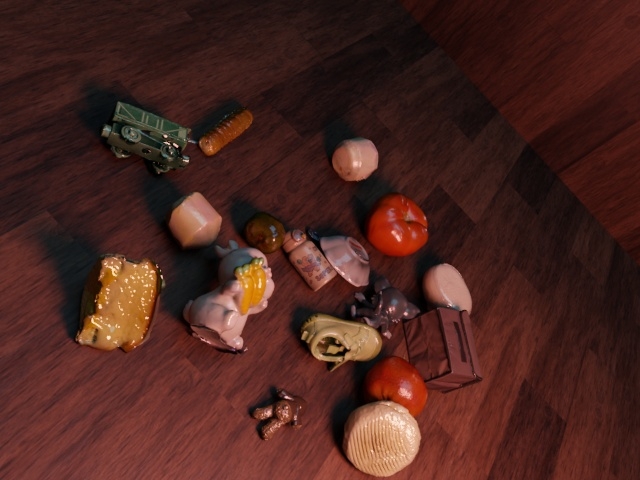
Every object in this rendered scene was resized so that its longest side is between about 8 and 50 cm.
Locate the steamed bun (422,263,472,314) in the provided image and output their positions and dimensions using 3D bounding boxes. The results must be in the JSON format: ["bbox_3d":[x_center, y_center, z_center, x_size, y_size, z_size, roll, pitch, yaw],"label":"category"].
[{"bbox_3d":[0.455,0.203,2.193,0.177,0.131,0.228,-7,66,-41],"label":"steamed bun"}]

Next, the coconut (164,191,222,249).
[{"bbox_3d":[-0.359,-0.046,1.708,0.152,0.147,0.147,53,43,2],"label":"coconut"}]

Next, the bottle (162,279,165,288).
[{"bbox_3d":[-0.457,0.121,1.592,0.083,0.030,0.030,-13,70,-42],"label":"bottle"}]

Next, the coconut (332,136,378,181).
[{"bbox_3d":[0.142,-0.309,2.283,0.183,0.171,0.170,-11,69,-40],"label":"coconut"}]

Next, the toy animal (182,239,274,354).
[{"bbox_3d":[-0.235,0.137,1.625,0.183,0.247,0.309,40,57,-34],"label":"toy animal"}]

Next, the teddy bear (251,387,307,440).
[{"bbox_3d":[-0.099,0.459,1.608,0.161,0.078,0.119,-16,68,-43],"label":"teddy bear"}]

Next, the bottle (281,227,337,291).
[{"bbox_3d":[-0.044,0.053,1.913,0.097,0.110,0.209,-37,87,-36],"label":"bottle"}]

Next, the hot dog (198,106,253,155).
[{"bbox_3d":[-0.316,-0.379,2.030,0.083,0.068,0.289,48,42,-12],"label":"hot dog"}]

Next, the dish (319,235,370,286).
[{"bbox_3d":[0.104,0.048,2.004,0.229,0.081,0.229,39,22,-19],"label":"dish"}]

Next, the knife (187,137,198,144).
[{"bbox_3d":[-0.434,-0.329,1.943,0.091,0.005,0.014,13,55,-31],"label":"knife"}]

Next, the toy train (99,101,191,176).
[{"bbox_3d":[-0.521,-0.296,1.779,0.270,0.115,0.154,18,43,-28],"label":"toy train"}]

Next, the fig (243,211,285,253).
[{"bbox_3d":[-0.168,-0.019,1.882,0.133,0.185,0.126,20,87,9],"label":"fig"}]

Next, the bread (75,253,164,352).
[{"bbox_3d":[-0.501,0.141,1.475,0.175,0.251,0.133,9,13,-33],"label":"bread"}]

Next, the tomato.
[{"bbox_3d":[0.274,-0.049,2.190,0.260,0.180,0.259,19,54,-28],"label":"tomato"}]

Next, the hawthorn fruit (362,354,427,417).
[{"bbox_3d":[0.231,0.431,1.819,0.197,0.196,0.225,41,38,-9],"label":"hawthorn fruit"}]

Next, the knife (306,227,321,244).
[{"bbox_3d":[0.000,0.000,2.054,0.121,0.018,0.031,37,46,-15],"label":"knife"}]

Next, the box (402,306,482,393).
[{"bbox_3d":[0.405,0.365,2.007,0.153,0.188,0.252,17,54,-32],"label":"box"}]

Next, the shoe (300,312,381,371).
[{"bbox_3d":[0.057,0.315,1.803,0.262,0.140,0.128,25,38,-17],"label":"shoe"}]

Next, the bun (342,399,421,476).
[{"bbox_3d":[0.170,0.545,1.690,0.220,0.220,0.134,44,10,-5],"label":"bun"}]

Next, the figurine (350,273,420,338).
[{"bbox_3d":[0.192,0.218,1.972,0.193,0.140,0.265,44,18,21],"label":"figurine"}]
